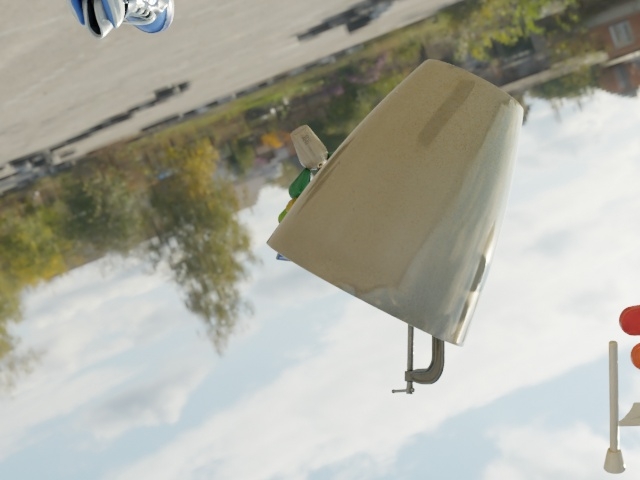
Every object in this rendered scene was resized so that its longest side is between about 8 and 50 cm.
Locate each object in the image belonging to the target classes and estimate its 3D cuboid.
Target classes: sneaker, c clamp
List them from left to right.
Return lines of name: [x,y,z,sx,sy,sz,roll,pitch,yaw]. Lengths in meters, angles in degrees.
sneaker: [-0.382,-0.434,1.848,0.130,0.236,0.322,1,149,14]
c clamp: [0.147,0.159,1.527,0.022,0.160,0.137,8,174,-27]

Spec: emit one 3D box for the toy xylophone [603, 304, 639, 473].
toy xylophone: [0.478,0.190,1.309,0.236,0.322,0.081,-1,-165,-2]

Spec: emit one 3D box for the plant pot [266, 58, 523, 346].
plant pot: [0.113,-0.058,1.154,0.274,0.257,0.256,-62,-170,1]

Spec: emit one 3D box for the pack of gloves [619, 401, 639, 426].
pack of gloves: [0.747,0.315,2.078,0.195,0.046,0.232,-35,-168,-32]

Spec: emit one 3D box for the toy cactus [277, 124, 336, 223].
toy cactus: [0.005,-0.107,1.690,0.219,0.180,0.112,-30,-159,5]

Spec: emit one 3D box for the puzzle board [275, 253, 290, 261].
puzzle board: [0.000,0.000,1.627,0.128,0.096,0.011,8,-142,-20]
